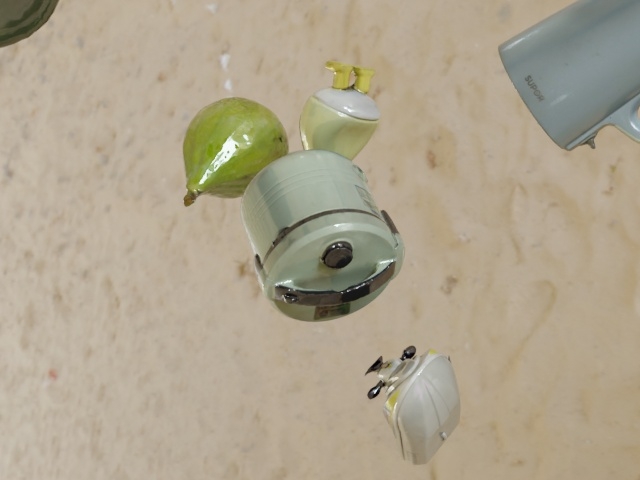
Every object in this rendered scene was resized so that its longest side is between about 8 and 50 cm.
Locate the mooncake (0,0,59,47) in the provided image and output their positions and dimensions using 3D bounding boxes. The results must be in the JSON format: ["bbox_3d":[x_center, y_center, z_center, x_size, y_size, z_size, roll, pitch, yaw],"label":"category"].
[{"bbox_3d":[-0.560,-0.468,1.437,0.194,0.356,0.356,16,90,46],"label":"mooncake"}]

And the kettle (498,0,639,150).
[{"bbox_3d":[0.376,-0.217,1.151,0.243,0.160,0.210,-31,81,24],"label":"kettle"}]

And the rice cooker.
[{"bbox_3d":[0.000,0.000,1.432,0.226,0.226,0.244,-53,39,26],"label":"rice cooker"}]

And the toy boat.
[{"bbox_3d":[0.147,0.246,1.464,0.141,0.269,0.140,-12,50,14],"label":"toy boat"}]

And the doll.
[{"bbox_3d":[0.009,-0.153,1.564,0.117,0.141,0.296,41,116,33],"label":"doll"}]

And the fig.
[{"bbox_3d":[-0.177,-0.177,1.994,0.233,0.233,0.314,-59,18,20],"label":"fig"}]
